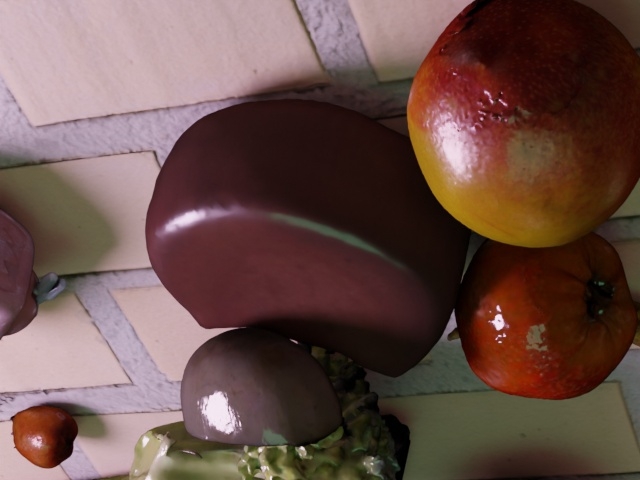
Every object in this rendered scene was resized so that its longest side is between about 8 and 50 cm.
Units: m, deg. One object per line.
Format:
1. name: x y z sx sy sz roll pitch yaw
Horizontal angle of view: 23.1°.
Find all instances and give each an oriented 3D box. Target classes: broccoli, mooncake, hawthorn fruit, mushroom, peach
1. broccoli: -0.080 0.271 1.821 0.280 0.293 0.348 18 110 -28
2. mooncake: 0.000 0.000 1.618 0.325 0.174 0.334 -7 141 28
3. hawthorn fruit: -0.369 0.254 2.055 0.093 0.081 0.081 17 139 18
4. hawthorn fruit: 0.213 0.079 1.640 0.196 0.197 0.225 37 146 -23
5. mushroom: -0.064 0.147 1.609 0.188 0.141 0.117 8 120 35
6. peach: 0.190 -0.111 1.429 0.230 0.231 0.231 8 137 7

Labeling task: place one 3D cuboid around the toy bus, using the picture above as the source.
1. toy bus: -0.450 0.061 1.801 0.231 0.197 0.294 26 135 -27

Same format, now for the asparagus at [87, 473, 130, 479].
1. asparagus: -0.304 0.382 2.153 0.381 0.108 0.128 -11 131 27

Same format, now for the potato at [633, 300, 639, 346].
1. potato: 0.349 0.092 1.717 0.083 0.040 0.051 26 159 -21

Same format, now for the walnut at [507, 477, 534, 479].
1. walnut: 0.259 0.415 1.944 0.248 0.248 0.248 8 137 7

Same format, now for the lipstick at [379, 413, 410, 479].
1. lipstick: 0.055 0.369 2.062 0.077 0.077 0.418 12 139 2
